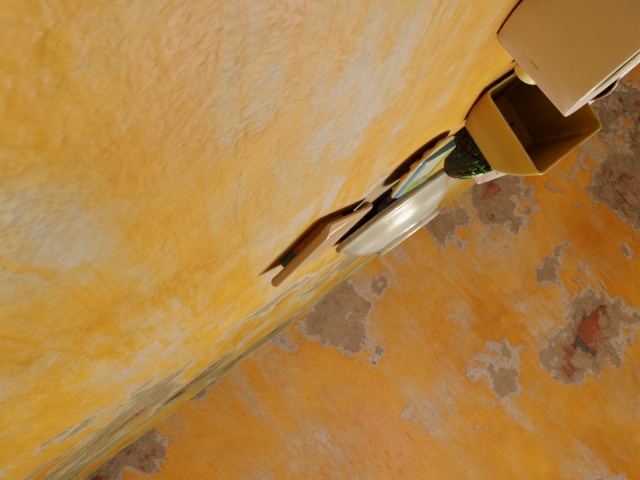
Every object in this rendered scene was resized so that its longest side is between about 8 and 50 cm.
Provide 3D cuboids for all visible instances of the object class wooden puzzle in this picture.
[{"bbox_3d":[0.000,0.000,1.477,0.221,0.044,0.239,-44,175,34],"label":"wooden puzzle"}]

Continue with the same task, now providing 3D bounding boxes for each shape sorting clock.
[{"bbox_3d":[0.243,-0.179,1.514,0.206,0.040,0.206,-39,169,-9],"label":"shape sorting clock"}]

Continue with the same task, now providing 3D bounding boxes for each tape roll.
[{"bbox_3d":[0.424,-0.336,0.971,0.246,0.169,0.246,-37,172,-6],"label":"tape roll"}]

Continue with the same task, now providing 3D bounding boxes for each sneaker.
[{"bbox_3d":[0.452,-0.258,1.663,0.343,0.134,0.146,-35,172,-23],"label":"sneaker"}]

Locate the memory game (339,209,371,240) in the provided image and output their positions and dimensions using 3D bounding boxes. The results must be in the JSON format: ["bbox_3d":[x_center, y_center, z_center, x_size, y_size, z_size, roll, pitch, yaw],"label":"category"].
[{"bbox_3d":[0.062,-0.025,1.690,0.186,0.012,0.186,-38,172,-6],"label":"memory game"}]

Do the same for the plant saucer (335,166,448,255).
[{"bbox_3d":[0.229,-0.057,1.814,0.400,0.100,0.400,-37,178,-2],"label":"plant saucer"}]

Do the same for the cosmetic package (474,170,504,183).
[{"bbox_3d":[0.547,-0.261,1.951,0.085,0.117,0.231,-35,-176,-20],"label":"cosmetic package"}]

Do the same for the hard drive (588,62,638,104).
[{"bbox_3d":[0.838,-0.548,1.691,0.233,0.047,0.353,-67,-172,-31],"label":"hard drive"}]

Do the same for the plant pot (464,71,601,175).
[{"bbox_3d":[0.459,-0.271,1.439,0.212,0.212,0.187,-36,-175,-18],"label":"plant pot"}]

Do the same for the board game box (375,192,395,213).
[{"bbox_3d":[0.203,-0.119,1.751,0.090,0.020,0.090,-35,172,-19],"label":"board game box"}]

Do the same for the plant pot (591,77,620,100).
[{"bbox_3d":[0.648,-0.438,1.465,0.165,0.167,0.167,-42,175,-29],"label":"plant pot"}]

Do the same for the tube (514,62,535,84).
[{"bbox_3d":[0.459,-0.397,1.192,0.240,0.062,0.070,122,-19,-55],"label":"tube"}]
